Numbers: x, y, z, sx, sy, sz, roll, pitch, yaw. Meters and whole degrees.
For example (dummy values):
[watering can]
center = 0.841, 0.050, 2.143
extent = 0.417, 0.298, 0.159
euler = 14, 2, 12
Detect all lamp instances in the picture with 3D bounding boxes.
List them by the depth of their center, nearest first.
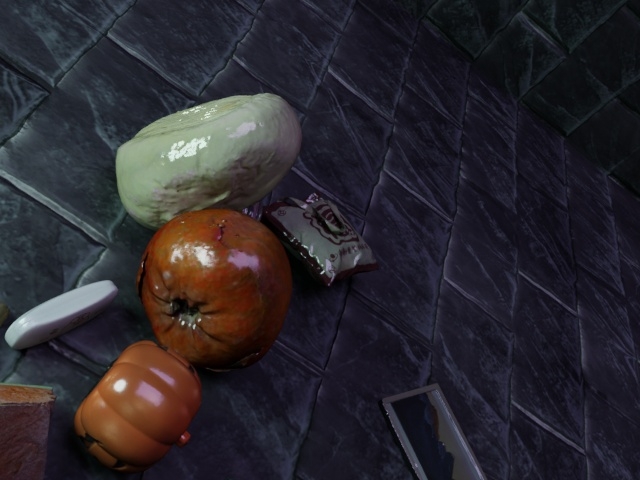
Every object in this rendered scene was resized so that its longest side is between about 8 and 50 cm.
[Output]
[lamp]
center = -0.257, 0.246, 1.087
extent = 0.164, 0.187, 0.188
euler = 41, 38, -9

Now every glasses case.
[glasses case]
center = -0.399, 0.114, 1.160
extent = 0.049, 0.074, 0.193
euler = 53, 38, 9

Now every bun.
[bun]
center = -0.205, -0.141, 1.394
extent = 0.361, 0.361, 0.213
euler = -47, 123, -52

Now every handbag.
[handbag]
center = 0.000, 0.000, 1.599
extent = 0.235, 0.127, 0.213
euler = 46, 35, 20

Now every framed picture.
[framed picture]
center = 0.238, 0.429, 1.520
extent = 0.192, 0.018, 0.265
euler = -4, 60, -44

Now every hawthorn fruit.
[hawthorn fruit]
center = -0.168, 0.065, 1.293
extent = 0.276, 0.276, 0.307
euler = 42, 23, -5

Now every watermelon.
[watermelon]
center = -0.440, 0.267, 0.965
extent = 0.231, 0.128, 0.146
euler = 13, 86, -53

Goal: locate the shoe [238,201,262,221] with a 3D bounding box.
[shoe]
center = -0.177, -0.087, 1.549
extent = 0.092, 0.089, 0.180
euler = 11, 46, -20

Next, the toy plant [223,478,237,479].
[toy plant]
center = -0.121, 0.429, 1.123
extent = 0.143, 0.105, 0.200
euler = 44, 18, 20

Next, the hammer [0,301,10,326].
[hammer]
center = -0.527, 0.209, 0.992
extent = 0.111, 0.043, 0.365
euler = 35, 37, -12
